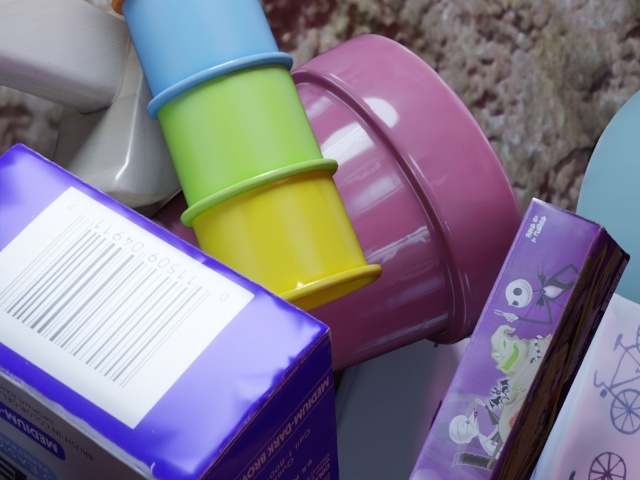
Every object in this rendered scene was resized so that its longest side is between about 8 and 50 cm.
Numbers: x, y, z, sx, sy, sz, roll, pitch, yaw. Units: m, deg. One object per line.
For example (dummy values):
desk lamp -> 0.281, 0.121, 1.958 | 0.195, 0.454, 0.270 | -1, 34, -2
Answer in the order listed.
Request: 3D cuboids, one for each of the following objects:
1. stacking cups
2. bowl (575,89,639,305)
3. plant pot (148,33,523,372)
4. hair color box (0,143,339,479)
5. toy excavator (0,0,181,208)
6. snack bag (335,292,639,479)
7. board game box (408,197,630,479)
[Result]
stacking cups -> -0.069, -0.108, 0.862 | 0.096, 0.096, 0.316 | -16, 79, -37
bowl -> 0.366, 0.011, 1.267 | 0.311, 0.163, 0.311 | 1, 88, -37
plant pot -> 0.000, 0.000, 0.975 | 0.180, 0.201, 0.201 | -32, 109, -17
hair color box -> -0.090, 0.128, 0.792 | 0.110, 0.185, 0.339 | -48, 154, -27
toy excavator -> -0.278, -0.073, 0.757 | 0.433, 0.222, 0.445 | 50, 53, -28
snack bag -> 0.149, 0.178, 1.097 | 0.342, 0.037, 0.323 | 23, 76, -14
board game box -> 0.087, 0.150, 0.924 | 0.347, 0.056, 0.208 | -66, 169, 1
